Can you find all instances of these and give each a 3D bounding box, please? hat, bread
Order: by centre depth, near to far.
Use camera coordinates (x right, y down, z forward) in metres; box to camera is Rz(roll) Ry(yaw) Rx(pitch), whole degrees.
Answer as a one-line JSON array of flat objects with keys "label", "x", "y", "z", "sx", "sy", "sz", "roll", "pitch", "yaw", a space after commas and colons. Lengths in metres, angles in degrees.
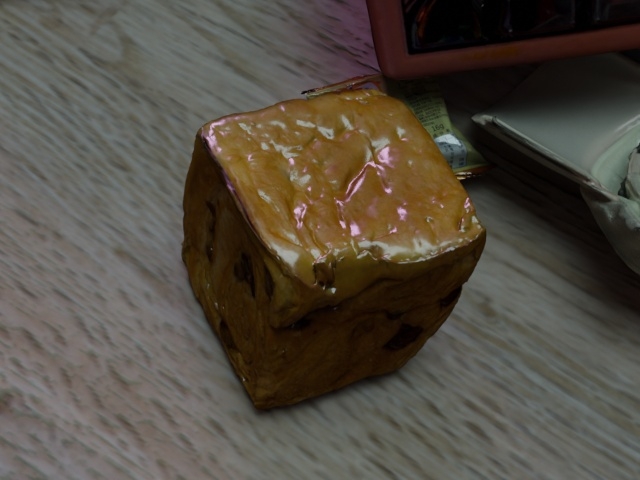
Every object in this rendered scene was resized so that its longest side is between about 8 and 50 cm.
[{"label": "bread", "x": 0.000, "y": 0.000, "z": 0.787, "sx": 0.143, "sy": 0.149, "sz": 0.158, "roll": -12, "pitch": 61, "yaw": -22}, {"label": "hat", "x": 0.227, "y": -0.049, "z": 0.906, "sx": 0.226, "sy": 0.164, "sz": 0.219, "roll": 12, "pitch": 39, "yaw": 46}]

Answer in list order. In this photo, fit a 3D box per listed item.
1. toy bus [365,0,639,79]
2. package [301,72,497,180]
[{"label": "toy bus", "x": 0.229, "y": -0.254, "z": 0.879, "sx": 0.426, "sy": 0.233, "sz": 0.203, "roll": -7, "pitch": 36, "yaw": 5}, {"label": "package", "x": 0.058, "y": -0.082, "z": 0.919, "sx": 0.108, "sy": 0.031, "sz": 0.121, "roll": -16, "pitch": 60, "yaw": -20}]
